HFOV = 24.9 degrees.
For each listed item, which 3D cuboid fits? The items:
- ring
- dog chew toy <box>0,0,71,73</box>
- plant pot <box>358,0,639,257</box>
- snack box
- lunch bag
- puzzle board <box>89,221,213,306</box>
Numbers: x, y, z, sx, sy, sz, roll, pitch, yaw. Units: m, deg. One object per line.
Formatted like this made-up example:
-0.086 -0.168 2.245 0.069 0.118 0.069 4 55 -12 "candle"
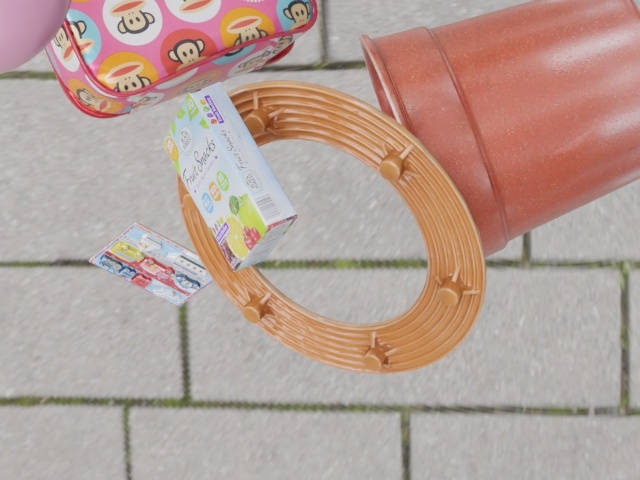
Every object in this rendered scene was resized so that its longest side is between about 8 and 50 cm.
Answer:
0.000 0.000 1.397 0.336 0.032 0.337 17 131 21 "ring"
-0.257 -0.184 0.944 0.331 0.206 0.207 -29 95 -17 "dog chew toy"
0.209 -0.129 1.491 0.265 0.272 0.272 -20 96 1 "plant pot"
-0.082 -0.054 1.282 0.037 0.100 0.141 -23 76 -30 "snack box"
-0.172 -0.289 1.558 0.293 0.120 0.258 -22 86 -24 "lunch bag"
-0.188 0.030 1.666 0.128 0.011 0.096 29 136 -29 "puzzle board"
